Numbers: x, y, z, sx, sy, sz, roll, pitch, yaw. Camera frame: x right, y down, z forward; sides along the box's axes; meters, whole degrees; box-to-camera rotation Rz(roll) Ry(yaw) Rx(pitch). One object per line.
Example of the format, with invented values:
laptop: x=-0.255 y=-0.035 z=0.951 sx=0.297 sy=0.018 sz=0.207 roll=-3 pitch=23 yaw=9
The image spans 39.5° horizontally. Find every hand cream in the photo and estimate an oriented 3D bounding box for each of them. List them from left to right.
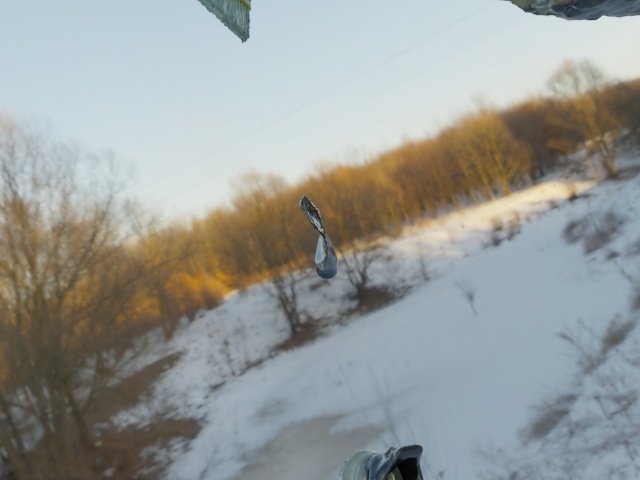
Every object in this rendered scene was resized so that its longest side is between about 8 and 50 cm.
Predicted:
hand cream: x=0.000 y=0.000 z=1.384 sx=0.039 sy=0.062 sz=0.163 roll=-12 pitch=-39 yaw=3

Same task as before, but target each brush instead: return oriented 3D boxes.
brush: x=-0.088 y=-0.277 z=0.816 sx=0.011 sy=0.205 sz=0.083 roll=-23 pitch=-41 yaw=31

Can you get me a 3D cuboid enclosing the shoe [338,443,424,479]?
shoe: x=0.093 y=0.333 z=1.004 sx=0.099 sy=0.227 sz=0.112 roll=7 pitch=-38 yaw=-32

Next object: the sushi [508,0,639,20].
sushi: x=0.164 y=-0.312 z=0.544 sx=0.171 sy=0.350 sz=0.211 roll=-5 pitch=14 yaw=-28
